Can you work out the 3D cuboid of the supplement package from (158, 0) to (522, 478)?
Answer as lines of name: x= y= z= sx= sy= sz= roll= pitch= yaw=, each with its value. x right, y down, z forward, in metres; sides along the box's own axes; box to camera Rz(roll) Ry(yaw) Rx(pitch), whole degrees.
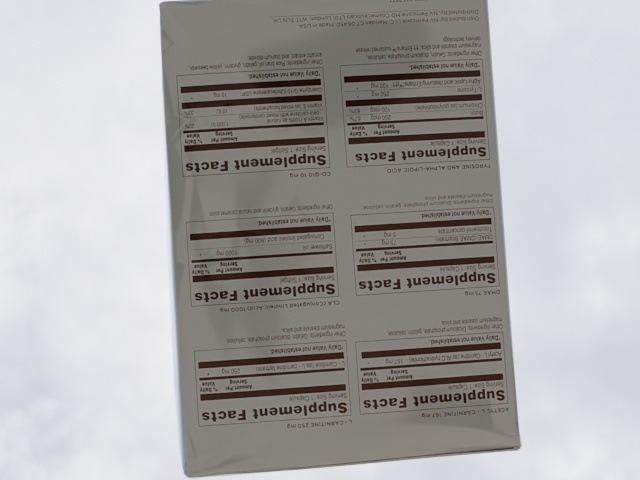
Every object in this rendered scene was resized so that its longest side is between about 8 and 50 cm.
supplement package: x=0.000 y=0.000 z=0.735 sx=0.149 sy=0.194 sz=0.203 roll=-3 pitch=-93 yaw=-6
